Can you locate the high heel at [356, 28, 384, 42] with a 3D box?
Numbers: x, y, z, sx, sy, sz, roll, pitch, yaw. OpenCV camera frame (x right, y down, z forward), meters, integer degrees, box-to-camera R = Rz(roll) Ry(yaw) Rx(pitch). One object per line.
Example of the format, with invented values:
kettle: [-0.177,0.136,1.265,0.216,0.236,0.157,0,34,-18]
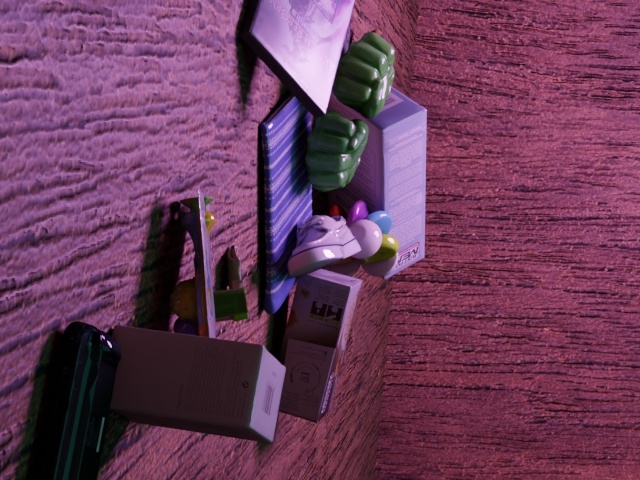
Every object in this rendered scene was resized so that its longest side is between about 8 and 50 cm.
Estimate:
high heel: [0.086,-0.384,2.516,0.186,0.093,0.261,86,20,-53]

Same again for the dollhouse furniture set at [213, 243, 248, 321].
dollhouse furniture set: [-0.136,0.067,1.747,0.152,0.058,0.076,-111,-166,-69]

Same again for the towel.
towel: [-0.061,-0.073,2.077,0.243,0.040,0.336,-59,151,-62]

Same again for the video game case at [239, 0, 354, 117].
video game case: [-0.026,-0.349,1.861,0.196,0.026,0.274,44,47,-41]

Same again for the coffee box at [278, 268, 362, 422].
coffee box: [-0.009,0.181,2.202,0.141,0.098,0.247,-11,115,-79]

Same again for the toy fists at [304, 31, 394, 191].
toy fists: [0.051,-0.213,2.103,0.279,0.096,0.142,-66,164,-1]

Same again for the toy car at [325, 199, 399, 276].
toy car: [0.062,-0.010,2.369,0.159,0.182,0.136,44,47,-58]

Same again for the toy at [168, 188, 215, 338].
toy: [-0.156,0.064,1.523,0.137,0.056,0.237,90,0,-83]

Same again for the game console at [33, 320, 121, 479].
game console: [-0.246,0.263,1.203,0.213,0.043,0.361,65,33,-74]

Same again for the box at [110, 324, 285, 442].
box: [-0.138,0.159,1.371,0.130,0.170,0.091,62,37,-72]

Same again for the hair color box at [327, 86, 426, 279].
hair color box: [0.108,-0.127,2.454,0.113,0.185,0.375,-27,137,-25]

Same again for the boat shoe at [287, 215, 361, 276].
boat shoe: [0.000,0.000,2.094,0.088,0.096,0.267,67,21,2]

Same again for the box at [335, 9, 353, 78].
box: [0.008,-0.447,2.101,0.242,0.076,0.308,60,37,-72]
